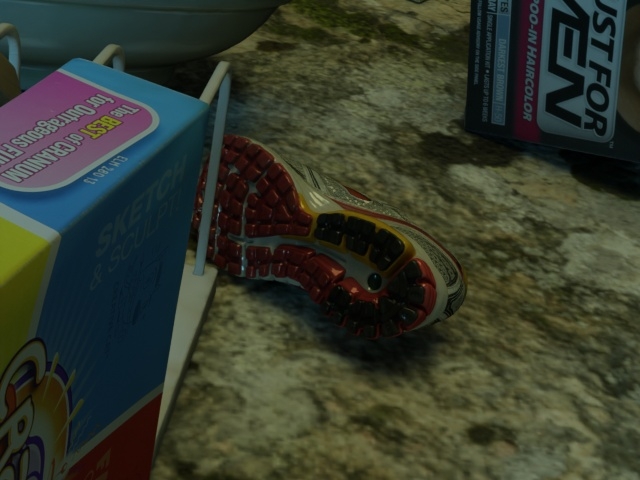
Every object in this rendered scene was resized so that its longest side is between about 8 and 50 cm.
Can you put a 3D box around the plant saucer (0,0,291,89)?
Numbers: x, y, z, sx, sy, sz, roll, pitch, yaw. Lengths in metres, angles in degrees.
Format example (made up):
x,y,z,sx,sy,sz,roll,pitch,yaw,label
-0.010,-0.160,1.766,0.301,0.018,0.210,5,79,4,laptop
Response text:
x,y,z,sx,sy,sz,roll,pitch,yaw,label
-0.220,-0.183,0.945,0.400,0.100,0.400,5,15,-1,plant saucer

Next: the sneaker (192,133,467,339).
x,y,z,sx,sy,sz,roll,pitch,yaw,label
0.000,0.000,0.798,0.225,0.088,0.093,34,18,34,sneaker

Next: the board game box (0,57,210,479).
x,y,z,sx,sy,sz,roll,pitch,yaw,label
-0.146,0.102,0.413,0.064,0.242,0.316,20,33,11,board game box

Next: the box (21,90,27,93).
x,y,z,sx,sy,sz,roll,pitch,yaw,label
-0.226,-0.071,0.867,0.105,0.043,0.179,2,30,-14,box

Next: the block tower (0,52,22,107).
x,y,z,sx,sy,sz,roll,pitch,yaw,label
-0.289,0.006,0.499,0.335,0.091,0.097,-24,66,5,block tower

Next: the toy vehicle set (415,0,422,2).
x,y,z,sx,sy,sz,roll,pitch,yaw,label
0.115,-0.356,1.444,0.166,0.035,0.267,25,34,23,toy vehicle set

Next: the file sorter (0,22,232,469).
x,y,z,sx,sy,sz,roll,pitch,yaw,label
-0.201,-0.021,0.659,0.278,0.173,0.193,11,28,1,file sorter

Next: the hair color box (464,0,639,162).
x,y,z,sx,sy,sz,roll,pitch,yaw,label
0.310,-0.159,0.969,0.374,0.185,0.113,14,29,29,hair color box
